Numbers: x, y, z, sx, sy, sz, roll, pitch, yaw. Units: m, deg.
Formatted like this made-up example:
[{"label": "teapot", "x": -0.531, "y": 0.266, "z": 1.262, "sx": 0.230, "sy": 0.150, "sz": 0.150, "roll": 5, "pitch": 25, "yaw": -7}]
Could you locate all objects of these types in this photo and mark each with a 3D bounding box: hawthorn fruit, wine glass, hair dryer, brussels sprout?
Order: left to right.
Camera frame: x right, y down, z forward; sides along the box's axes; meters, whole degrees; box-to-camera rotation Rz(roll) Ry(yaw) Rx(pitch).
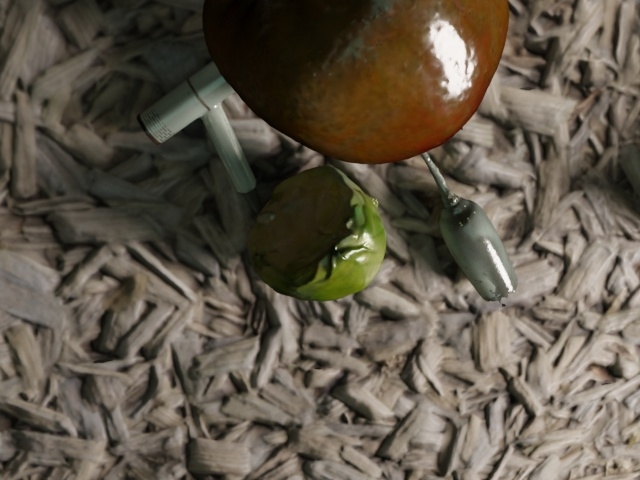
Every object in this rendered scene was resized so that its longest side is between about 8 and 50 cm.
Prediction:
[{"label": "hair dryer", "x": -0.088, "y": -0.113, "z": 0.947, "sx": 0.155, "sy": 0.044, "sz": 0.183, "roll": -34, "pitch": 118, "yaw": 7}, {"label": "brussels sprout", "x": 0.004, "y": 0.003, "z": 0.960, "sx": 0.149, "sy": 0.151, "sz": 0.122, "roll": -59, "pitch": 141, "yaw": -11}, {"label": "hawthorn fruit", "x": 0.050, "y": -0.199, "z": 0.817, "sx": 0.268, "sy": 0.268, "sz": 0.301, "roll": -44, "pitch": 131, "yaw": 9}, {"label": "wine glass", "x": 0.162, "y": -0.031, "z": 1.001, "sx": 0.074, "sy": 0.074, "sz": 0.262, "roll": -32, "pitch": 114, "yaw": 4}]
